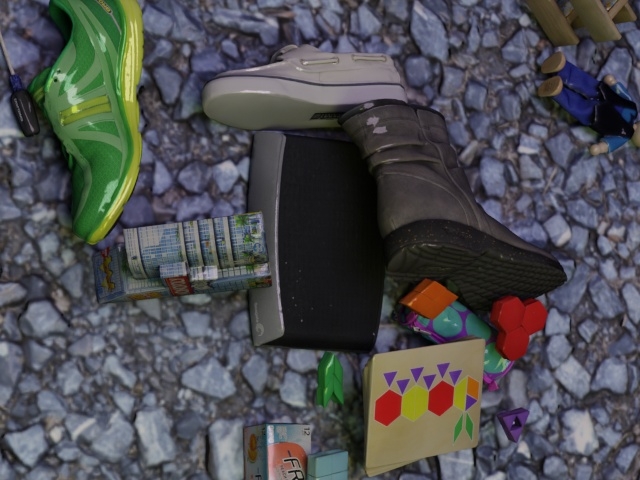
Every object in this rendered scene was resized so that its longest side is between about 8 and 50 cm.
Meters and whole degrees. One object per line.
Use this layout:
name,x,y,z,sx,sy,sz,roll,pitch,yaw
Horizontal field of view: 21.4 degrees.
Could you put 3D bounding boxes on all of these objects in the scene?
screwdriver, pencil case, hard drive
screwdriver,-0.339,-0.194,1.855,0.024,0.025,0.169,-17,89,-30
pencil case,0.164,0.113,2.044,0.152,0.064,0.070,35,50,-18
hard drive,0.000,0.000,1.983,0.172,0.054,0.254,6,78,-27

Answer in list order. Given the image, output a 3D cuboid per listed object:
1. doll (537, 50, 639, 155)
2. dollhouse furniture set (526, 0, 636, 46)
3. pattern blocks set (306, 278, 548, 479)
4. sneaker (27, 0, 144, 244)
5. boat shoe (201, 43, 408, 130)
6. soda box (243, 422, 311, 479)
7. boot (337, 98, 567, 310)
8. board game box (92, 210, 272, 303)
doll,0.366,-0.169,2.217,0.189,0.046,0.129,27,60,-28
dollhouse furniture set,0.389,-0.382,2.154,0.212,0.242,0.161,-50,117,-26
pattern blocks set,0.120,0.185,1.951,0.325,0.026,0.285,4,99,-38
sneaker,-0.260,-0.135,1.852,0.124,0.109,0.295,4,72,-18
boat shoe,-0.021,-0.187,1.988,0.268,0.096,0.088,-4,69,-26
soda box,-0.047,0.296,1.897,0.058,0.063,0.183,4,79,-28
boot,0.166,-0.050,2.022,0.338,0.118,0.222,23,44,-53
board game box,-0.152,0.023,1.826,0.194,0.194,0.060,-8,81,-1
